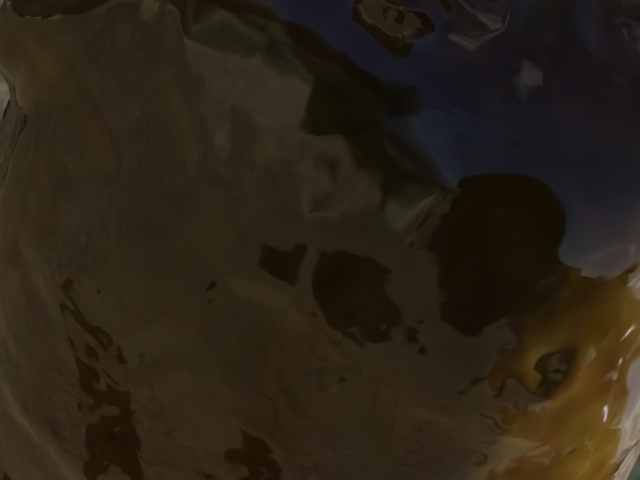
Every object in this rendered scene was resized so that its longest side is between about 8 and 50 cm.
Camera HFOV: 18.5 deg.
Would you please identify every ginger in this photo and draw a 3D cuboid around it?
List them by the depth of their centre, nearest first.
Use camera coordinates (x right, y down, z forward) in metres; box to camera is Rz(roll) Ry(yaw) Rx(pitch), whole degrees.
[{"bbox_3d":[0.003,0.002,0.546,0.200,0.269,0.223,19,-11,8],"label":"ginger"}]
